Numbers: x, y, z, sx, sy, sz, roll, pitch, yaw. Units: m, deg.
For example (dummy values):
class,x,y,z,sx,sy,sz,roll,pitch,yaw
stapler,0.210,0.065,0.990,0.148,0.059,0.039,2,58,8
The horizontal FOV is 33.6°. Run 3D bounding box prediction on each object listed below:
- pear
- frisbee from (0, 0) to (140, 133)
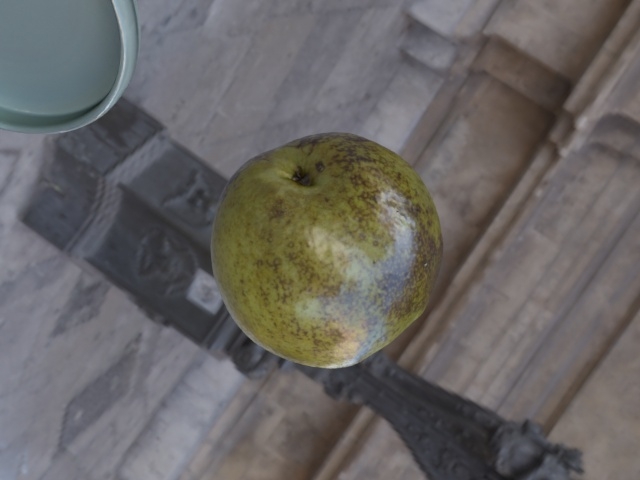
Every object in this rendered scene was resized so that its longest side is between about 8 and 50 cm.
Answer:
class,x,y,z,sx,sy,sz,roll,pitch,yaw
pear,0.000,0.000,0.883,0.197,0.197,0.197,-53,170,-14
frisbee,-0.103,-0.077,0.313,0.110,0.110,0.014,112,4,-50
